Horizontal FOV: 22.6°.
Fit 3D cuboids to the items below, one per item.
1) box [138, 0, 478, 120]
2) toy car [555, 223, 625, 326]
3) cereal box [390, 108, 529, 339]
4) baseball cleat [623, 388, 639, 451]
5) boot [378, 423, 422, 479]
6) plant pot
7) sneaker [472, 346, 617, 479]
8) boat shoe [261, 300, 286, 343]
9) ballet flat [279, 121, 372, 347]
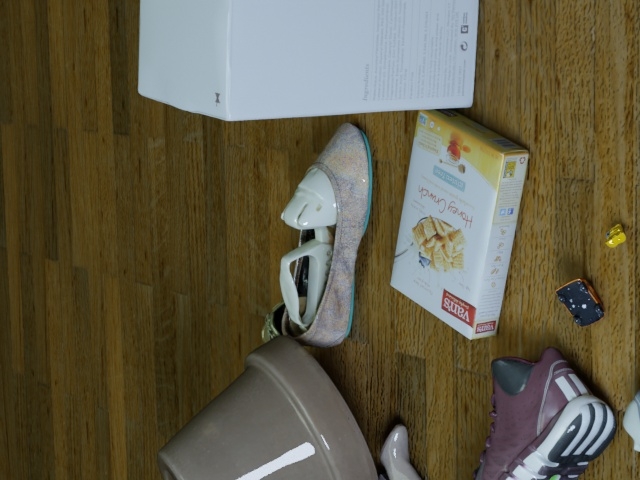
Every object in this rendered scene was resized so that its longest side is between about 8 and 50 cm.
[{"bbox_3d":[-0.014,-0.245,1.892,0.215,0.345,0.168,21,112,53],"label":"box"},{"bbox_3d":[0.309,0.037,1.747,0.122,0.060,0.040,-50,9,28],"label":"toy car"},{"bbox_3d":[0.164,-0.023,1.929,0.173,0.047,0.240,34,123,50],"label":"cereal box"},{"bbox_3d":[0.385,0.209,1.610,0.206,0.072,0.109,44,124,40],"label":"baseball cleat"},{"bbox_3d":[0.114,0.308,2.075,0.087,0.042,0.118,39,129,41],"label":"boot"},{"bbox_3d":[-0.086,0.288,2.126,0.263,0.229,0.263,53,160,28],"label":"plant pot"},{"bbox_3d":[0.223,0.232,1.851,0.281,0.106,0.162,-55,44,33],"label":"sneaker"},{"bbox_3d":[-0.051,0.112,2.281,0.153,0.048,0.056,-36,65,53],"label":"boat shoe"},{"bbox_3d":[0.000,0.000,2.131,0.107,0.106,0.315,26,116,54],"label":"ballet flat"}]
